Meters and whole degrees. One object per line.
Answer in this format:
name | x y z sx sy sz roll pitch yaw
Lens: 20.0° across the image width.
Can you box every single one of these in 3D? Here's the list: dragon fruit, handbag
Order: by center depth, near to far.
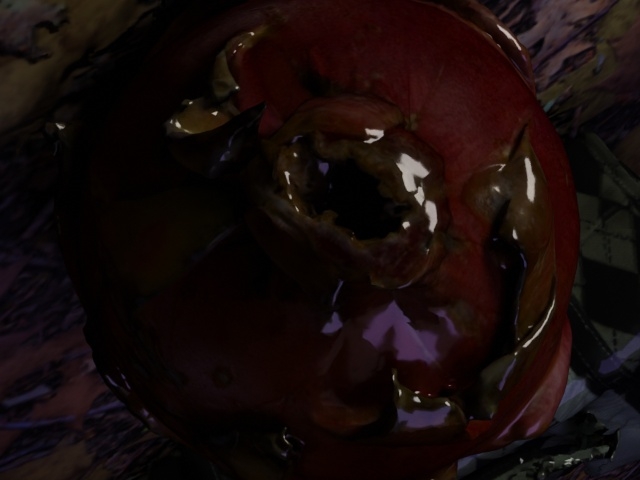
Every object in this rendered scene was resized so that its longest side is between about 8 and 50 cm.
dragon fruit | 0.000 -0.001 0.799 0.250 0.250 0.315 -36 154 -5
handbag | 0.101 0.141 1.236 0.416 0.180 0.316 -38 148 10
